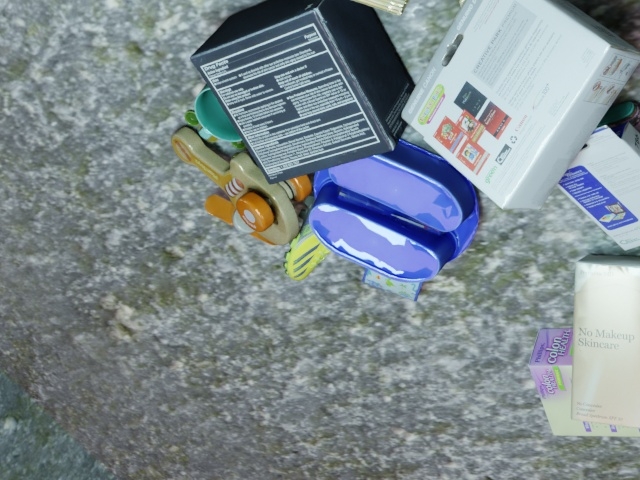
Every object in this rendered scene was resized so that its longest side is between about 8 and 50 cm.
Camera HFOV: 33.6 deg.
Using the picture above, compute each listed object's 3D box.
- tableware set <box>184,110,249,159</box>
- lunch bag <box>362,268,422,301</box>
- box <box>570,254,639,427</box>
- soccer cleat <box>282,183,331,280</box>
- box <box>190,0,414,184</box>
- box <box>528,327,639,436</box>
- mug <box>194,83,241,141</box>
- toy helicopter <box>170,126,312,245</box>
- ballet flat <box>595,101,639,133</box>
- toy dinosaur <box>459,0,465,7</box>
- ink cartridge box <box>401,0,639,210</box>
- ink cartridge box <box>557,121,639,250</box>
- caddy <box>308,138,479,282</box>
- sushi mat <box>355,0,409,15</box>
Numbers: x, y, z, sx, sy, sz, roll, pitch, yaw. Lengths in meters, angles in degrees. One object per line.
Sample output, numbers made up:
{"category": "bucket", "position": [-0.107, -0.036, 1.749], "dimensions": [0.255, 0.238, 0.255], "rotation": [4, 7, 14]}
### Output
{"category": "tableware set", "position": [-0.212, -0.224, 2.224], "dimensions": [0.104, 0.024, 0.154], "rotation": [-25, 116, 41]}
{"category": "lunch bag", "position": [0.165, 0.050, 2.231], "dimensions": [0.128, 0.096, 0.151], "rotation": [21, 126, 8]}
{"category": "box", "position": [0.565, 0.188, 2.031], "dimensions": [0.148, 0.121, 0.311], "rotation": [2, 98, 26]}
{"category": "soccer cleat", "position": [0.000, 0.000, 2.272], "dimensions": [0.121, 0.093, 0.289], "rotation": [23, 136, 3]}
{"category": "box", "position": [-0.022, -0.296, 1.943], "dimensions": [0.296, 0.183, 0.294], "rotation": [-13, 122, 34]}
{"category": "box", "position": [0.590, 0.298, 2.225], "dimensions": [0.243, 0.117, 0.214], "rotation": [-5, 126, 30]}
{"category": "mug", "position": [-0.184, -0.275, 2.109], "dimensions": [0.157, 0.097, 0.129], "rotation": [-1, 129, 29]}
{"category": "toy helicopter", "position": [-0.180, -0.113, 2.216], "dimensions": [0.355, 0.140, 0.235], "rotation": [38, 153, 22]}
{"category": "ballet flat", "position": [0.467, -0.185, 1.880], "dimensions": [0.221, 0.077, 0.079], "rotation": [-11, 127, 29]}
{"category": "toy dinosaur", "position": [0.258, -0.434, 1.776], "dimensions": [0.183, 0.053, 0.093], "rotation": [2, 122, 8]}
{"category": "ink cartridge box", "position": [0.320, -0.252, 1.743], "dimensions": [0.272, 0.130, 0.309], "rotation": [46, 119, 30]}
{"category": "ink cartridge box", "position": [0.521, -0.107, 1.863], "dimensions": [0.165, 0.065, 0.332], "rotation": [-20, 137, 39]}
{"category": "caddy", "position": [0.141, -0.070, 2.078], "dimensions": [0.341, 0.179, 0.241], "rotation": [25, 111, 5]}
{"category": "sushi mat", "position": [0.021, -0.493, 1.787], "dimensions": [0.316, 0.151, 0.019], "rotation": [20, 172, 10]}
